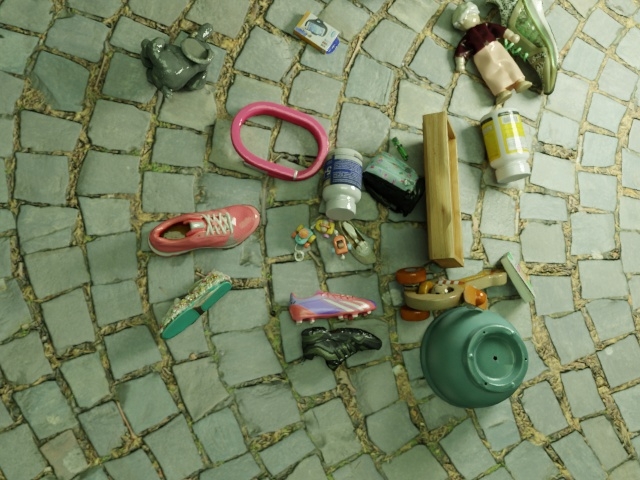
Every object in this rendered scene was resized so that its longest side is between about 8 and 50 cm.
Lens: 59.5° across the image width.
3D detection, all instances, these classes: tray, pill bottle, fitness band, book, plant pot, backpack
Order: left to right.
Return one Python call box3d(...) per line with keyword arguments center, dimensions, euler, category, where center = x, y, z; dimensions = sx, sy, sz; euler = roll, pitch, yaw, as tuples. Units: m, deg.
box3d(center=(-0.119, -0.291, 1.636), dimensions=(0.291, 0.054, 0.208), euler=(19, 77, -7), category="fitness band")
box3d(center=(0.062, -0.157, 1.594), dimensions=(0.112, 0.112, 0.186), euler=(8, 66, -8), category="pill bottle")
box3d(center=(0.212, -0.171, 1.634), dimensions=(0.182, 0.152, 0.115), euler=(33, 69, 10), category="backpack")
box3d(center=(0.352, -0.136, 1.608), dimensions=(0.076, 0.203, 0.410), euler=(-6, 78, 21), category="tray")
box3d(center=(0.447, 0.322, 1.544), dimensions=(0.293, 0.196, 0.292), euler=(2, 79, -10), category="plant pot")
box3d(center=(0.569, -0.289, 1.717), dimensions=(0.119, 0.119, 0.208), euler=(-8, 81, -11), category="pill bottle")
box3d(center=(0.588, 0.106, 1.665), dimensions=(0.035, 0.096, 0.144), euler=(-34, 86, 26), category="book")

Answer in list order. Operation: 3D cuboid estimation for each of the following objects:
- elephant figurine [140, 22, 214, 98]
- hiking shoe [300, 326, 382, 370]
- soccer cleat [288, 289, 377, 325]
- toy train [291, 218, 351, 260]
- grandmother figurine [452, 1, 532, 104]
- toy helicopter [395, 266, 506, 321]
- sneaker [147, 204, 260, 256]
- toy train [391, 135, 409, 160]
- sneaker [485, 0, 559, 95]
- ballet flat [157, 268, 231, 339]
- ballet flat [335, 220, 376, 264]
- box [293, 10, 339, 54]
box3d(center=(-0.373, -0.516, 1.593), dimensions=(0.240, 0.169, 0.185), euler=(-20, 113, -28), category="elephant figurine")
box3d(center=(0.056, 0.302, 1.551), dimensions=(0.227, 0.086, 0.114), euler=(4, 92, -3), category="hiking shoe")
box3d(center=(0.035, 0.178, 1.564), dimensions=(0.248, 0.083, 0.095), euler=(-7, 76, -8), category="soccer cleat")
box3d(center=(0.000, 0.000, 1.589), dimensions=(0.166, 0.046, 0.125), euler=(-9, 80, 1), category="toy train")
box3d(center=(0.520, -0.604, 1.781), dimensions=(0.208, 0.104, 0.342), euler=(-27, 83, 1), category="grandmother figurine")
box3d(center=(0.399, 0.133, 1.566), dimensions=(0.355, 0.235, 0.140), euler=(-12, 99, -30), category="toy helicopter")
box3d(center=(-0.310, -0.026, 1.512), dimensions=(0.314, 0.136, 0.115), euler=(-16, 84, -12), category="sneaker")
box3d(center=(0.245, -0.281, 1.710), dimensions=(0.017, 0.024, 0.083), euler=(-32, 86, -14), category="toy train")
box3d(center=(0.646, -0.650, 1.814), dimensions=(0.182, 0.158, 0.410), euler=(-18, 84, 19), category="sneaker")
box3d(center=(-0.346, 0.168, 1.509), dimensions=(0.241, 0.091, 0.077), euler=(-39, 58, -18), category="ballet flat")
box3d(center=(0.101, 0.002, 1.618), dimensions=(0.057, 0.052, 0.168), euler=(-40, 88, -13), category="ballet flat")
box3d(center=(-0.007, -0.638, 1.732), dimensions=(0.136, 0.028, 0.081), euler=(32, 76, -1), category="box")
